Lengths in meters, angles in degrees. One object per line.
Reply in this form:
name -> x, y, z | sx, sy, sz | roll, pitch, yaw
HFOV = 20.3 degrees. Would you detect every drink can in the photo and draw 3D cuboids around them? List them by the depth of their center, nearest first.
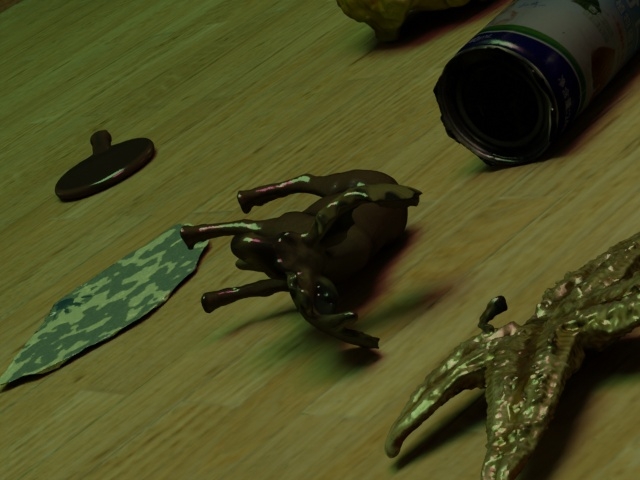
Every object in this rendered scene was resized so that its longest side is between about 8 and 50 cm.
drink can -> 0.179, -0.148, 1.309 | 0.097, 0.097, 0.235 | -10, 23, 41

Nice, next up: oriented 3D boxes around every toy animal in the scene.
toy animal -> 0.000, 0.000, 1.139 | 0.186, 0.093, 0.214 | -4, 19, 32

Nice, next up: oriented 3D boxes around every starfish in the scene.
starfish -> 0.141, 0.042, 0.897 | 0.247, 0.050, 0.138 | -36, 22, -20

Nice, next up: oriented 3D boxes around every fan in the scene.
fan -> -0.158, 0.045, 1.361 | 0.131, 0.009, 0.240 | -10, 23, 39

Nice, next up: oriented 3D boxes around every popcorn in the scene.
popcorn -> 0.089, -0.285, 1.730 | 0.198, 0.155, 0.197 | -23, 5, 2

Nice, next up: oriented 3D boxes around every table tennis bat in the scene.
table tennis bat -> -0.237, -0.122, 1.764 | 0.107, 0.119, 0.170 | -26, 19, -1
